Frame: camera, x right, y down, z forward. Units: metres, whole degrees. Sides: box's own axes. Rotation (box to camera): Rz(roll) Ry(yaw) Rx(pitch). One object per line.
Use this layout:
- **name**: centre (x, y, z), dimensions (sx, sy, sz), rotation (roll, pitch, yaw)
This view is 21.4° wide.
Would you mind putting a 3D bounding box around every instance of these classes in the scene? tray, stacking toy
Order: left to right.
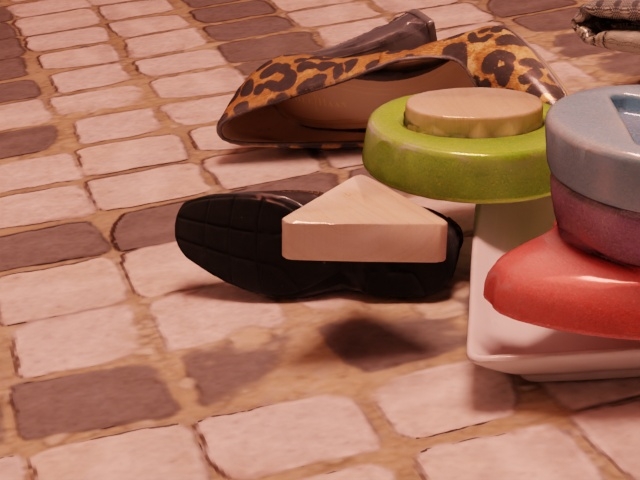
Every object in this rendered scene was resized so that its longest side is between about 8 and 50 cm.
- **stacking toy**: centre (0.141, -0.072, 0.915), dimensions (0.279, 0.130, 0.309), rotation (9, 23, 18)
- **tray**: centre (0.156, 0.016, 0.934), dimensions (0.145, 0.030, 0.270), rotation (-4, 21, 8)

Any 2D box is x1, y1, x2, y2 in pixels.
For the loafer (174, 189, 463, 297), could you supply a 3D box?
- **loafer**: centre (0.000, 0.000, 0.993), dimensions (0.170, 0.062, 0.061), rotation (9, 15, 13)

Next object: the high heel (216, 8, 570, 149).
- **high heel**: centre (0.050, -0.081, 1.172), dimensions (0.186, 0.093, 0.261), rotation (-27, 29, -18)

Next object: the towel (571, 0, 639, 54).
- **towel**: centre (0.401, -0.165, 1.213), dimensions (0.312, 0.056, 0.324), rotation (-16, 17, -35)
